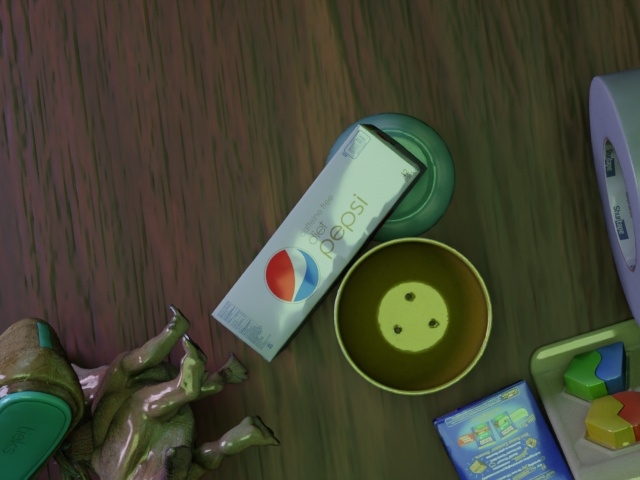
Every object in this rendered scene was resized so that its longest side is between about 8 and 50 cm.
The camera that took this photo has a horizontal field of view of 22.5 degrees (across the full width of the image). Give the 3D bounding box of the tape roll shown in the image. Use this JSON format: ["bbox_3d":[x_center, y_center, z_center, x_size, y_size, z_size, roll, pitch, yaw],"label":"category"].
[{"bbox_3d":[0.283,-0.037,1.345,0.072,0.219,0.219,-12,86,2],"label":"tape roll"}]

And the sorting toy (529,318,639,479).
[{"bbox_3d":[0.286,0.123,1.355,0.193,0.208,0.038,-17,119,2],"label":"sorting toy"}]

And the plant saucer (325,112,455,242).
[{"bbox_3d":[0.062,-0.058,1.458,0.119,0.021,0.119,0,86,4],"label":"plant saucer"}]

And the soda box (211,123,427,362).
[{"bbox_3d":[0.000,0.000,1.416,0.069,0.074,0.216,39,99,4],"label":"soda box"}]

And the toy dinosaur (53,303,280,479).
[{"bbox_3d":[-0.157,0.169,1.363,0.200,0.295,0.127,-41,115,2],"label":"toy dinosaur"}]

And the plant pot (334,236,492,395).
[{"bbox_3d":[0.082,0.067,1.413,0.134,0.095,0.134,0,87,4],"label":"plant pot"}]

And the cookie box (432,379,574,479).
[{"bbox_3d":[0.163,0.190,1.429,0.092,0.040,0.107,-25,85,2],"label":"cookie box"}]

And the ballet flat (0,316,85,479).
[{"bbox_3d":[-0.306,0.190,1.400,0.116,0.124,0.342,18,127,-24],"label":"ballet flat"}]
